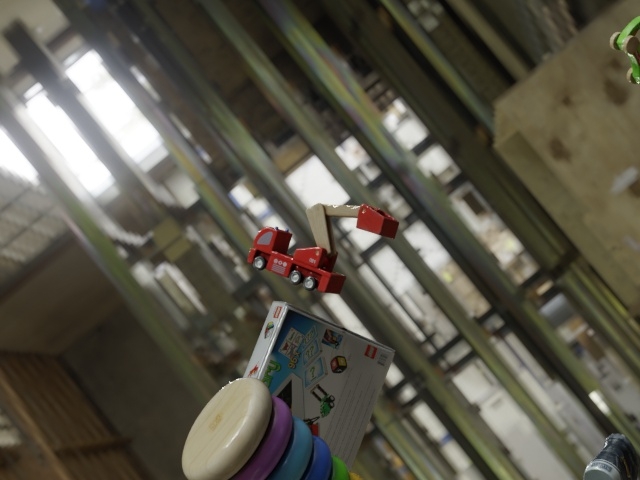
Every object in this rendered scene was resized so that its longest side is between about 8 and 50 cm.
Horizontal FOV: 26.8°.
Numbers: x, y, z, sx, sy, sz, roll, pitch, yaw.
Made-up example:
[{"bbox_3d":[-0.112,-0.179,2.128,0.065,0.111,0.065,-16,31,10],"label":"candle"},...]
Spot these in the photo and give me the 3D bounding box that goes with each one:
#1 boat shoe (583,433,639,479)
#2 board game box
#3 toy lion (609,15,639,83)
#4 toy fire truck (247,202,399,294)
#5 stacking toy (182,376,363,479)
[{"bbox_3d":[0.401,0.351,1.815,0.065,0.083,0.183,12,129,32],"label":"boat shoe"},{"bbox_3d":[-0.033,0.262,1.902,0.193,0.305,0.053,26,170,-23],"label":"board game box"},{"bbox_3d":[0.437,-0.257,1.769,0.034,0.096,0.100,28,161,52],"label":"toy lion"},{"bbox_3d":[0.000,0.000,1.824,0.192,0.135,0.047,21,-176,30],"label":"toy fire truck"},{"bbox_3d":[0.001,0.302,1.593,0.330,0.141,0.141,37,-173,-22],"label":"stacking toy"}]
